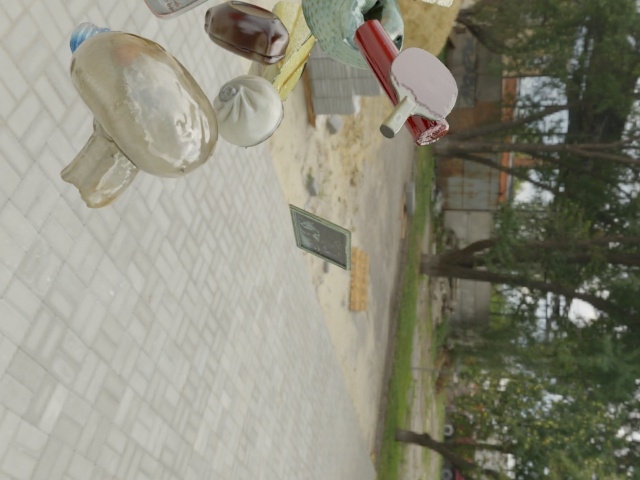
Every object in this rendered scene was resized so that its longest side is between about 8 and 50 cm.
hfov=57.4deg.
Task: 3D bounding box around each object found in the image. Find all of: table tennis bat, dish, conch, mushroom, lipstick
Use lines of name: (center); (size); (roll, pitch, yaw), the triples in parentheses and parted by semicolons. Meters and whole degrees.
table tennis bat: (0.156, -0.238, 0.957); (0.022, 0.131, 0.234); (-38, -167, 51)
dish: (-0.281, -0.557, 1.233); (0.151, 0.213, 0.077); (57, -5, 7)
conch: (0.073, -0.584, 1.536); (0.303, 0.215, 0.319); (39, 56, -35)
mushroom: (-0.343, -0.201, 1.023); (0.292, 0.290, 0.292); (50, 8, -10)
lipstick: (0.151, -0.306, 1.133); (0.279, 0.073, 0.073); (64, 5, 22)

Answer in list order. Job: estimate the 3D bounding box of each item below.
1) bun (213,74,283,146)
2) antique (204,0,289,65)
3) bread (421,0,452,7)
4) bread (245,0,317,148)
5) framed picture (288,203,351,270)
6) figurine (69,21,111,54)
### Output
bun: (-0.179, -0.307, 1.347); (0.120, 0.173, 0.172); (39, 54, -57)
antique: (-0.213, -0.611, 1.708); (0.224, 0.278, 0.128); (-18, 137, -44)
bread: (0.268, -0.841, 1.674); (0.207, 0.279, 0.278); (-11, 125, -47)
bread: (-0.113, -0.552, 1.996); (0.345, 0.242, 0.404); (129, -41, -51)
framed picture: (0.000, 0.000, 1.995); (0.019, 0.233, 0.296); (-59, 163, -24)
figurine: (-0.581, -0.494, 1.455); (0.079, 0.115, 0.114); (69, 27, -49)
